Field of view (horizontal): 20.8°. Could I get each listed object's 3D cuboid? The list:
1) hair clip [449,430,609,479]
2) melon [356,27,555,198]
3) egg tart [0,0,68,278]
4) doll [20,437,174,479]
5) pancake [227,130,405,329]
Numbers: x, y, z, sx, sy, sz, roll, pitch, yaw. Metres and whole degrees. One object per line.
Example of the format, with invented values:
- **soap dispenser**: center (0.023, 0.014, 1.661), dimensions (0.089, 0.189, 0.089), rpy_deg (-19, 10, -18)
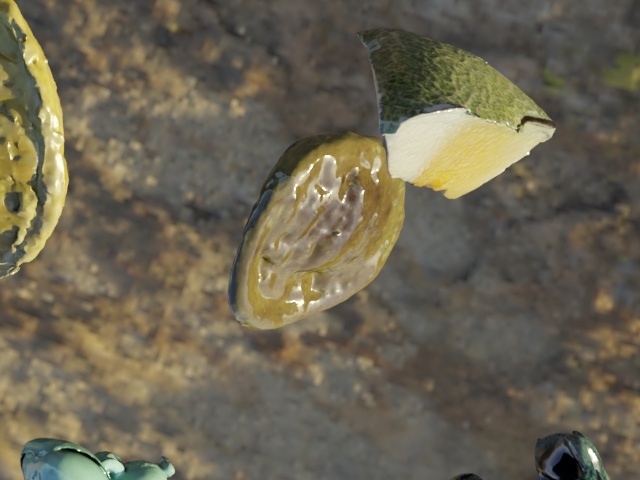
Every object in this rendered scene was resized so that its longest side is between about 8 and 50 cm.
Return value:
- **hair clip**: center (0.211, 0.310, 1.363), dimensions (0.194, 0.310, 0.206), rpy_deg (-18, 148, -18)
- **melon**: center (0.065, -0.090, 1.165), dimensions (0.139, 0.093, 0.202), rpy_deg (50, -157, 23)
- **egg tart**: center (-0.379, -0.116, 1.710), dimensions (0.341, 0.132, 0.341), rpy_deg (20, 119, 42)
- **doll**: center (-0.143, 0.193, 1.021), dimensions (0.059, 0.159, 0.158), rpy_deg (-2, 111, 59)
- **pancake**: center (0.000, 0.000, 1.726), dimensions (0.050, 0.242, 0.242), rpy_deg (37, 167, 35)
